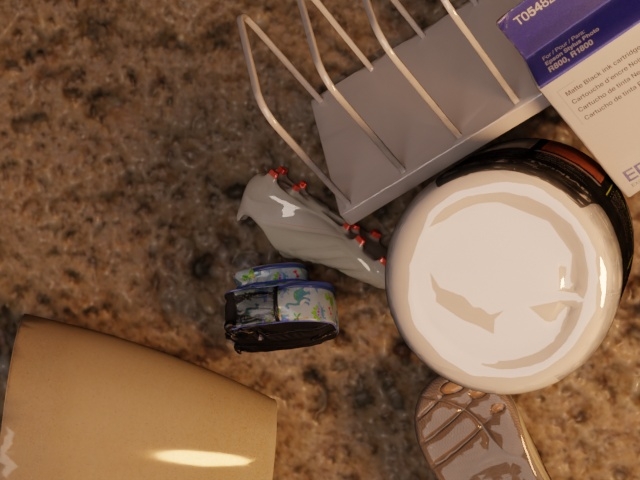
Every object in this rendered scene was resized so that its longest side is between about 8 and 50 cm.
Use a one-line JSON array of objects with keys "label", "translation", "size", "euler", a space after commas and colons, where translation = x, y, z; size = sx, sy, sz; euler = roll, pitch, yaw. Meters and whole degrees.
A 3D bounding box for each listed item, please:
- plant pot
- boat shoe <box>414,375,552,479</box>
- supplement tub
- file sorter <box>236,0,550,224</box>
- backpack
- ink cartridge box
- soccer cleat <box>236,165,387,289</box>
[{"label": "plant pot", "translation": [-0.187, 0.218, 1.785], "size": [0.274, 0.256, 0.257], "euler": [6, 99, -4]}, {"label": "boat shoe", "translation": [0.206, 0.294, 1.747], "size": [0.132, 0.130, 0.355], "euler": [-19, 87, 11]}, {"label": "supplement tub", "translation": [0.187, 0.012, 1.604], "size": [0.207, 0.338, 0.207], "euler": [2, 98, 13]}, {"label": "file sorter", "translation": [0.084, -0.192, 1.645], "size": [0.277, 0.193, 0.173], "euler": [-31, 130, 15]}, {"label": "backpack", "translation": [-0.040, 0.068, 1.787], "size": [0.114, 0.105, 0.084], "euler": [-4, 76, 4]}, {"label": "ink cartridge box", "translation": [0.309, -0.176, 1.542], "size": [0.223, 0.045, 0.224], "euler": [-35, 122, 17]}, {"label": "soccer cleat", "translation": [0.000, 0.000, 1.792], "size": [0.196, 0.068, 0.076], "euler": [36, 109, 14]}]
